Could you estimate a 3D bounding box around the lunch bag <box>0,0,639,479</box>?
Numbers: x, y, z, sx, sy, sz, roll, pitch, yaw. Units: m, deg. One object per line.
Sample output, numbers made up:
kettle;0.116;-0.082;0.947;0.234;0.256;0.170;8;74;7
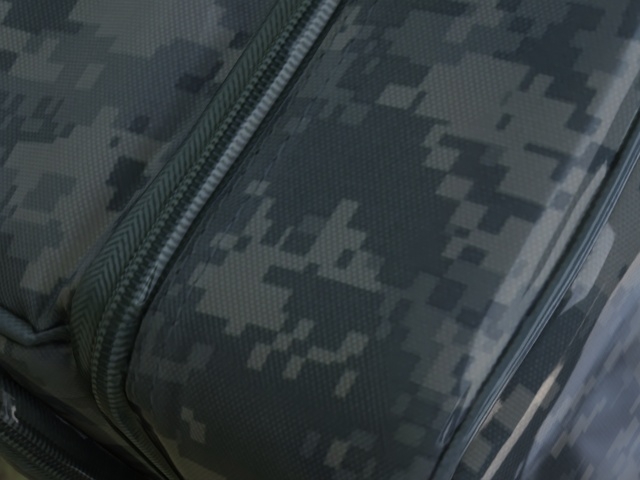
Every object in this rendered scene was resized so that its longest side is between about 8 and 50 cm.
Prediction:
lunch bag;0.000;0.000;0.547;0.256;0.213;0.305;28;-12;26
